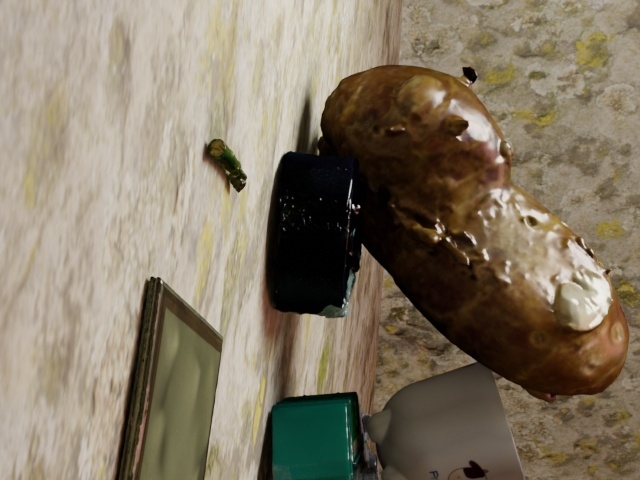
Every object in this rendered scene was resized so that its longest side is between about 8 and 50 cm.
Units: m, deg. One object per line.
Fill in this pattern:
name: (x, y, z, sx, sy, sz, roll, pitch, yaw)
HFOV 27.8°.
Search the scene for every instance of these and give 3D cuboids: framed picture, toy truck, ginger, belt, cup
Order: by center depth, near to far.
framed picture: (-0.090, 0.126, 0.791, 0.231, 0.010, 0.173, 73, 24, -76)
belt: (0.000, 0.000, 1.223, 0.198, 0.078, 0.151, 83, 12, -72)
ginger: (0.150, -0.020, 1.303, 0.176, 0.418, 0.254, -36, 162, -19)
toy truck: (0.004, 0.223, 1.362, 0.253, 0.114, 0.124, 4, 81, -85)
cup: (0.132, 0.218, 1.373, 0.173, 0.142, 0.134, 63, 10, -62)

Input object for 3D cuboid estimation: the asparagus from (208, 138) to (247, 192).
asparagus: (-0.061, -0.051, 0.875, 0.015, 0.014, 0.114, -49, 170, -3)
